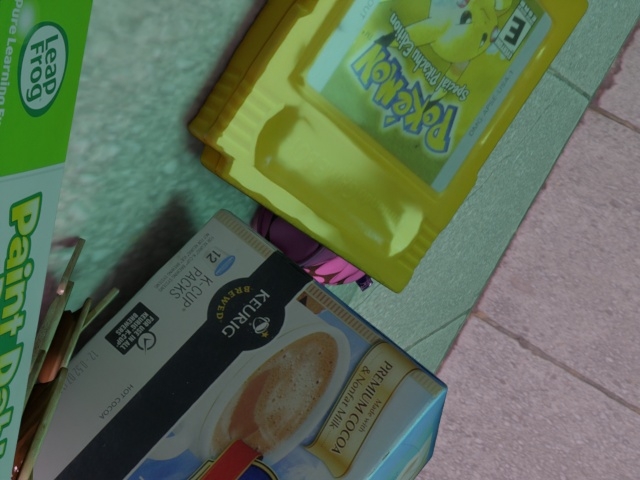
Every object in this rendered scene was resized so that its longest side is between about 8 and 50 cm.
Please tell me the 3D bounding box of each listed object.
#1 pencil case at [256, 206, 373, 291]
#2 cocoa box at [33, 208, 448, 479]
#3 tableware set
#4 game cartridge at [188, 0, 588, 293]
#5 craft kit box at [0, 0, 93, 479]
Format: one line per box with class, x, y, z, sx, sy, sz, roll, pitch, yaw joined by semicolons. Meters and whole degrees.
pencil case;0.000;0.000;0.954;0.098;0.095;0.209;-44;162;6
cocoa box;-0.095;0.201;0.725;0.347;0.228;0.231;-46;160;-16
tableware set;-0.162;0.090;0.562;0.194;0.039;0.128;-108;-139;-70
game cartridge;0.072;-0.142;0.765;0.285;0.052;0.324;33;88;-46
craft kit box;-0.159;0.021;0.265;0.246;0.061;0.250;-46;149;-76
